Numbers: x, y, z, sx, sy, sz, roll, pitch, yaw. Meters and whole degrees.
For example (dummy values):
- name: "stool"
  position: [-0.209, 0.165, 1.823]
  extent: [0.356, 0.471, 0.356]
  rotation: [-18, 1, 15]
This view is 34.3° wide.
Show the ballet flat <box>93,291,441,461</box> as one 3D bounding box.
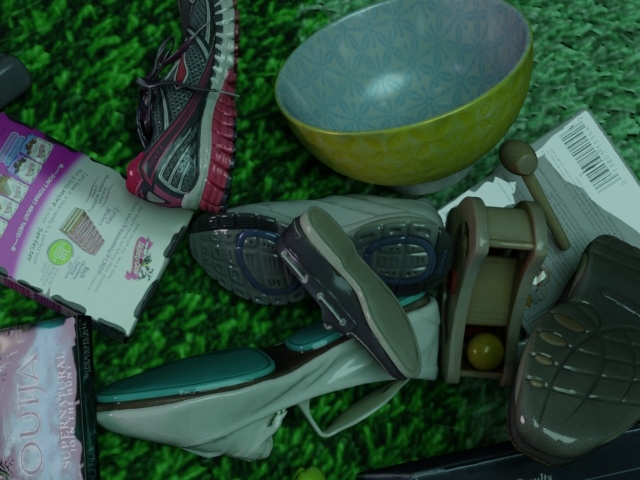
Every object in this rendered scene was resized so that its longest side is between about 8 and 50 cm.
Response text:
- name: "ballet flat"
  position: [-0.040, 0.164, 1.119]
  extent: [0.400, 0.139, 0.139]
  rotation: [-18, 82, -18]

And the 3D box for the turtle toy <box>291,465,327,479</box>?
- name: "turtle toy"
  position: [-0.004, 0.308, 1.111]
  extent: [0.066, 0.095, 0.130]
  rotation: [0, 76, 8]

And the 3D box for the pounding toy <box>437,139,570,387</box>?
- name: "pounding toy"
  position: [0.221, 0.029, 1.142]
  extent: [0.155, 0.154, 0.269]
  rotation: [4, 101, -6]

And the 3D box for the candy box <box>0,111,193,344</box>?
- name: "candy box"
  position: [-0.277, -0.011, 1.120]
  extent: [0.233, 0.071, 0.159]
  rotation: [28, 72, -6]

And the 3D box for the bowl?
- name: "bowl"
  position: [0.106, -0.147, 1.185]
  extent: [0.289, 0.289, 0.156]
  rotation: [-35, 131, -18]

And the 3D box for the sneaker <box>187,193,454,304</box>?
- name: "sneaker"
  position: [0.000, 0.000, 1.172]
  extent: [0.297, 0.129, 0.111]
  rotation: [3, 117, 3]

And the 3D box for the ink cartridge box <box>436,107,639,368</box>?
- name: "ink cartridge box"
  position: [0.293, 0.034, 1.254]
  extent: [0.261, 0.066, 0.296]
  rotation: [-34, 87, 7]

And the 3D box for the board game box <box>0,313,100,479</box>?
- name: "board game box"
  position: [-0.285, 0.176, 1.060]
  extent: [0.126, 0.026, 0.186]
  rotation: [-12, 77, 26]

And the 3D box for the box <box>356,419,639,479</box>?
- name: "box"
  position: [0.232, 0.409, 1.076]
  extent: [0.293, 0.212, 0.395]
  rotation: [-8, 80, -15]

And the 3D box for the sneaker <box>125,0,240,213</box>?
- name: "sneaker"
  position: [-0.147, -0.173, 1.138]
  extent: [0.112, 0.121, 0.299]
  rotation: [5, 58, -9]

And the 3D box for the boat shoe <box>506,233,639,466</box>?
- name: "boat shoe"
  position: [0.274, 0.128, 1.066]
  extent: [0.132, 0.130, 0.355]
  rotation: [33, 38, 13]

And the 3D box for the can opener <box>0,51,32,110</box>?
- name: "can opener"
  position: [-0.443, -0.123, 1.088]
  extent: [0.283, 0.076, 0.095]
  rotation: [-43, 126, -19]

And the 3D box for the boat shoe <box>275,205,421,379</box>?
- name: "boat shoe"
  position: [0.029, 0.063, 1.077]
  extent: [0.206, 0.065, 0.075]
  rotation: [55, 27, 2]
